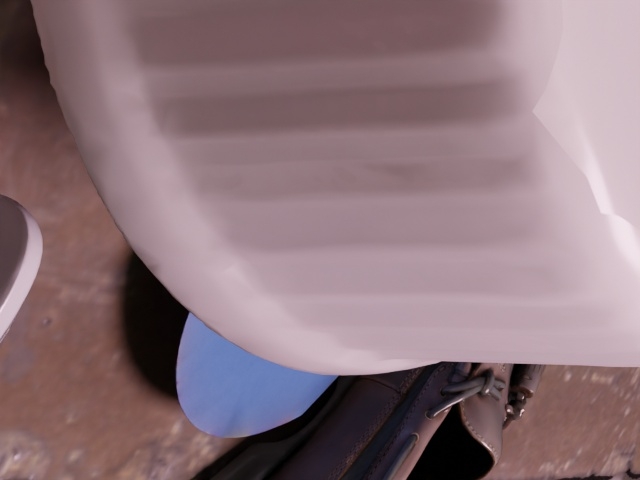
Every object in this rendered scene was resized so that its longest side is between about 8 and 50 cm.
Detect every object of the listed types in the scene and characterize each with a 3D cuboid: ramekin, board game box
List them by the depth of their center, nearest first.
[{"bbox_3d":[0.065,-0.095,0.473,0.277,0.135,0.277,-5,97,-50],"label":"ramekin"},{"bbox_3d":[0.000,0.000,0.672,0.169,0.033,0.133,-46,153,-8],"label":"board game box"}]

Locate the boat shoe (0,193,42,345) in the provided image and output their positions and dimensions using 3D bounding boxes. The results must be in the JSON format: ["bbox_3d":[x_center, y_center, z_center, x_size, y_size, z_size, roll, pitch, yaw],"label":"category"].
[{"bbox_3d":[-0.129,0.046,0.522,0.142,0.049,0.040,-50,155,3],"label":"boat shoe"}]

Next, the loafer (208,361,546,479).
[{"bbox_3d":[0.037,0.098,0.758,0.267,0.084,0.096,-41,145,-24],"label":"loafer"}]
